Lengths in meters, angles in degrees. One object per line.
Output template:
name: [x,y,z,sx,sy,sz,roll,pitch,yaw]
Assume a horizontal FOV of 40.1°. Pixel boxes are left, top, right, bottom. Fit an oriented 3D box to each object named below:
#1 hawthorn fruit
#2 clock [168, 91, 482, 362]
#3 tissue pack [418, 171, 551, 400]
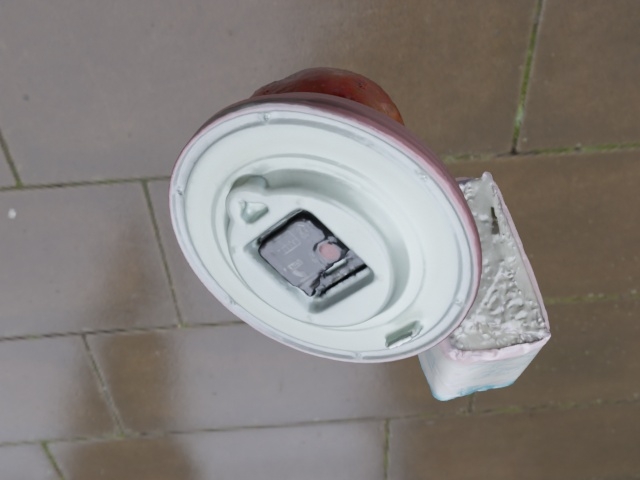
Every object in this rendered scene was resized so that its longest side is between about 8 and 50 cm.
hawthorn fruit: [0.006,-0.100,0.930,0.181,0.181,0.235,12,179,-17]
clock: [-0.001,0.001,0.648,0.244,0.056,0.244,14,133,16]
tissue pack: [0.161,0.064,0.995,0.124,0.202,0.271,-17,160,-3]
